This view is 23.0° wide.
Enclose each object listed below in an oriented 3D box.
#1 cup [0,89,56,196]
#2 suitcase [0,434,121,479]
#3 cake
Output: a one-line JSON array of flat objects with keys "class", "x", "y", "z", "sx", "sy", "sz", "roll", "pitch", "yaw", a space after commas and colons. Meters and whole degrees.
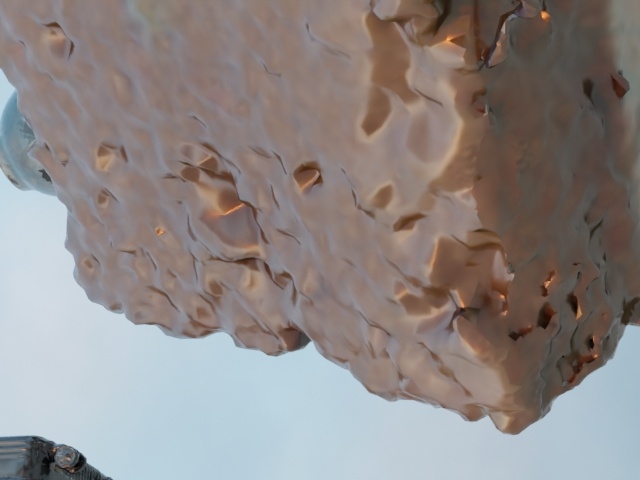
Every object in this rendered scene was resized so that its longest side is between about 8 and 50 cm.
[{"class": "cup", "x": -0.286, "y": -0.122, "z": 1.760, "sx": 0.199, "sy": 0.150, "sz": 0.199, "roll": 60, "pitch": -167, "yaw": -24}, {"class": "suitcase", "x": -0.373, "y": 0.296, "z": 1.707, "sx": 0.202, "sy": 0.312, "sz": 0.128, "roll": 53, "pitch": -142, "yaw": -60}, {"class": "cake", "x": 0.038, "y": -0.122, "z": 0.607, "sx": 0.290, "sy": 0.282, "sz": 0.256, "roll": -36, "pitch": -56, "yaw": -38}]
